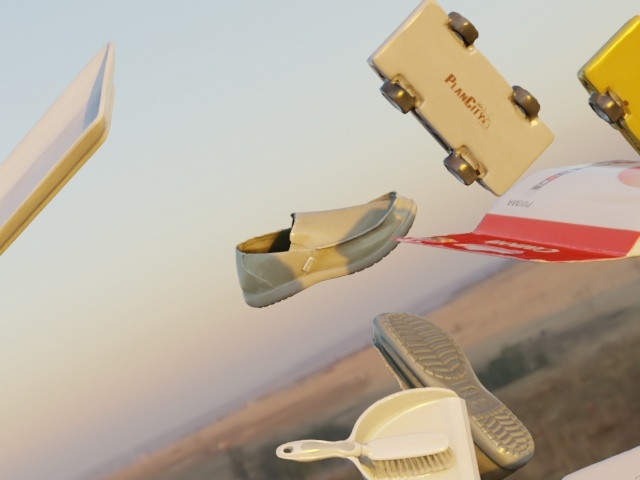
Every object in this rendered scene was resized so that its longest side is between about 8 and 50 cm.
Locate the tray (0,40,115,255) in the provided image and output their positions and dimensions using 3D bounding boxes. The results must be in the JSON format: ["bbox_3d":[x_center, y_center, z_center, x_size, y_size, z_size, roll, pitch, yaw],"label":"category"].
[{"bbox_3d":[-0.273,-0.059,1.507,0.270,0.030,0.145,-44,26,26],"label":"tray"}]

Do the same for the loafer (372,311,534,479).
[{"bbox_3d":[0.131,0.179,1.771,0.094,0.251,0.087,-2,-47,-42],"label":"loafer"}]

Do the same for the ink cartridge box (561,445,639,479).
[{"bbox_3d":[0.417,0.264,1.244,0.395,0.285,0.166,-29,-31,33],"label":"ink cartridge box"}]

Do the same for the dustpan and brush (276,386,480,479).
[{"bbox_3d":[0.059,0.220,1.643,0.211,0.147,0.060,-6,-34,-4],"label":"dustpan and brush"}]

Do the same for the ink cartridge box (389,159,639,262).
[{"bbox_3d":[0.151,-0.020,0.913,0.179,0.045,0.145,-3,7,-30],"label":"ink cartridge box"}]

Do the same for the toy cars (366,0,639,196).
[{"bbox_3d":[0.218,-0.131,1.491,0.393,0.176,0.087,2,11,-18],"label":"toy cars"}]

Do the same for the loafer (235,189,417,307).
[{"bbox_3d":[0.000,0.000,2.098,0.268,0.092,0.102,-27,23,12],"label":"loafer"}]
